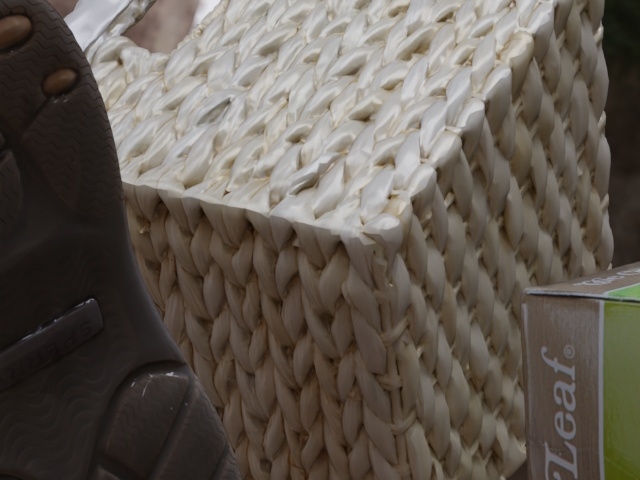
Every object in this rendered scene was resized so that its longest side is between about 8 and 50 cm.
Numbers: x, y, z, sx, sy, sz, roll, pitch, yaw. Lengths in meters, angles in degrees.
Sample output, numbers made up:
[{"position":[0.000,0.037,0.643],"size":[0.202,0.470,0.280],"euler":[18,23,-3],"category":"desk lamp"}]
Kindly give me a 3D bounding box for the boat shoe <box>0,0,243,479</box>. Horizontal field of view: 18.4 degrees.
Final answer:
[{"position":[-0.120,0.058,0.705],"size":[0.132,0.355,0.130],"euler":[-25,30,-31],"category":"boat shoe"}]

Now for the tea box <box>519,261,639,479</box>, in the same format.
[{"position":[0.265,0.170,0.732],"size":[0.324,0.329,0.220],"euler":[5,12,43],"category":"tea box"}]

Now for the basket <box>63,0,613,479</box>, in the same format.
[{"position":[0.000,0.000,1.197],"size":[0.266,0.328,0.331],"euler":[15,-45,24],"category":"basket"}]
